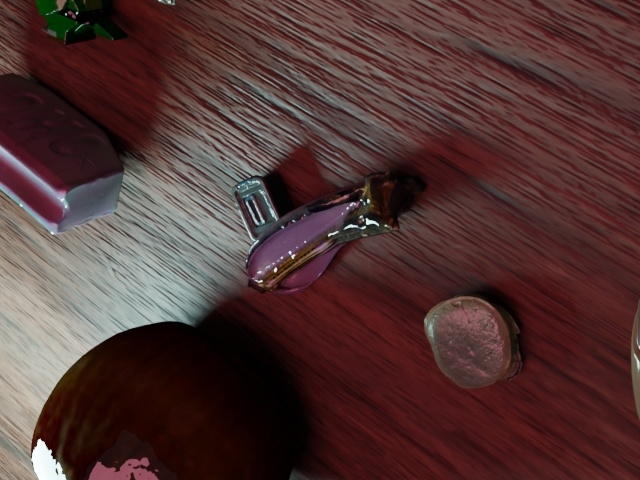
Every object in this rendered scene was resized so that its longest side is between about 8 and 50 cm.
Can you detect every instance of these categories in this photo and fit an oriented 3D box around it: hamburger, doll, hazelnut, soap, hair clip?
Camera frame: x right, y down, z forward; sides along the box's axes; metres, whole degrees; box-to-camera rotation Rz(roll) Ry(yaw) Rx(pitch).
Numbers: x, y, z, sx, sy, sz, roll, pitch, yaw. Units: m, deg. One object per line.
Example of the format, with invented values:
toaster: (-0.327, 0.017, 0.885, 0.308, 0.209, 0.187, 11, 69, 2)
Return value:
hamburger: (0.214, 0.138, 1.254, 0.133, 0.062, 0.140, -9, 101, 35)
doll: (-0.395, -0.403, 1.440, 0.134, 0.106, 0.186, -4, 107, 31)
hazelnut: (-0.258, 0.328, 1.501, 0.429, 0.402, 0.402, 29, 124, 30)
soap: (-0.483, -0.160, 1.553, 0.324, 0.193, 0.109, 36, 124, 20)
hair clip: (-0.002, -0.001, 1.330, 0.358, 0.110, 0.096, -28, 75, 43)

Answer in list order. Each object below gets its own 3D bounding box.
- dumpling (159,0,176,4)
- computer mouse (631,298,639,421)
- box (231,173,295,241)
dumpling: (-0.212, -0.462, 1.285, 0.247, 0.142, 0.172, -53, 40, 45)
computer mouse: (0.449, 0.165, 1.079, 0.145, 0.082, 0.236, 5, 113, 35)
box: (-0.084, -0.055, 1.394, 0.074, 0.054, 0.099, -19, 97, 38)
